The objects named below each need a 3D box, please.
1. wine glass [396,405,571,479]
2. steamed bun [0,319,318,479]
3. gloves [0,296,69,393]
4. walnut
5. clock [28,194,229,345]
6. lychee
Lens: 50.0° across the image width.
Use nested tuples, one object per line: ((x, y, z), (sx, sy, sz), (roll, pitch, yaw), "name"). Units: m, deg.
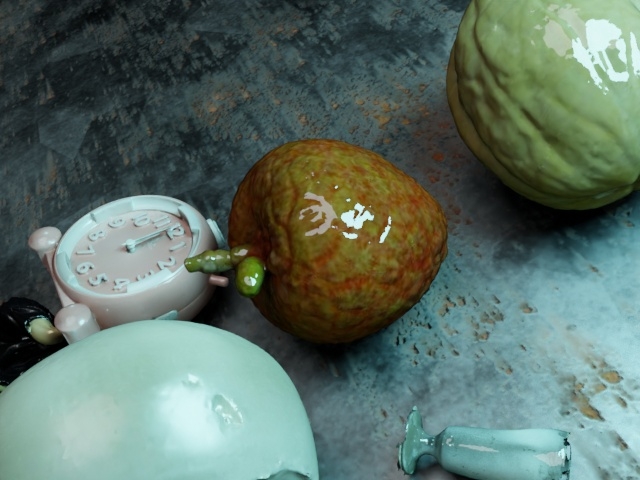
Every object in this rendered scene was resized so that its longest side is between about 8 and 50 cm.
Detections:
((0.156, 0.204, 0.659), (0.155, 0.072, 0.072), (2, 51, 25), "wine glass")
((-0.163, 0.205, 0.614), (0.324, 0.324, 0.206), (-31, 55, -6), "steamed bun")
((-0.390, 0.162, 0.899), (0.203, 0.124, 0.164), (40, 103, 40), "gloves")
((0.286, -0.187, 0.810), (0.277, 0.252, 0.313), (-3, 56, -40), "walnut")
((-0.244, 0.045, 0.946), (0.241, 0.142, 0.227), (-27, 47, -15), "clock")
((0.000, 0.000, 0.789), (0.299, 0.255, 0.255), (0, 33, -32), "lychee")
